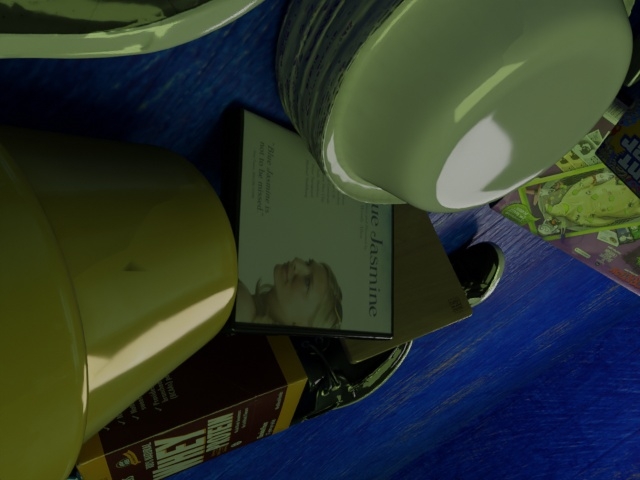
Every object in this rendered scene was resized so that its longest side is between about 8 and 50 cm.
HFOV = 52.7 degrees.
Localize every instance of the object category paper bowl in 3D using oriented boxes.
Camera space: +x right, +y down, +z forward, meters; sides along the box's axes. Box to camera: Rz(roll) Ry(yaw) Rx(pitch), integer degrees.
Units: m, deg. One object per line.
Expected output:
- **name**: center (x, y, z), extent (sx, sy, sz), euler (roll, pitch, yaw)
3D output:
- **paper bowl**: center (0.120, -0.133, 0.510), extent (0.284, 0.148, 0.284), euler (-24, 152, -14)

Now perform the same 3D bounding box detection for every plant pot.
- **plant pot**: center (-0.191, 0.030, 0.408), extent (0.239, 0.254, 0.254), euler (-21, 156, -52)

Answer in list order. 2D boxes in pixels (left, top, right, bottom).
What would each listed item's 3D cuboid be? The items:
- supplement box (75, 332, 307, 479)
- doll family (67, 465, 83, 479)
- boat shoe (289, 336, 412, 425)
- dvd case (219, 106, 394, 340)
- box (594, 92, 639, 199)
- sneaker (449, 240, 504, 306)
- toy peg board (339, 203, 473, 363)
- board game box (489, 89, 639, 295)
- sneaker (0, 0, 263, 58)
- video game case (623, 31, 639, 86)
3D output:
- **supplement box**: center (-0.146, 0.106, 0.607), extent (0.194, 0.191, 0.129), euler (-16, 150, -22)
- **doll family**: center (-0.327, 0.259, 0.666), extent (0.263, 0.163, 0.118), euler (-19, 119, -18)
- **boat shoe**: center (-0.021, 0.201, 0.960), extent (0.340, 0.127, 0.113), euler (-26, 166, 13)
- **dvd case**: center (0.000, 0.000, 0.603), extent (0.022, 0.180, 0.253), euler (-6, 168, 35)
- **box**: center (0.492, -0.142, 0.630), extent (0.290, 0.177, 0.279), euler (-8, 141, -32)
- **sneaker**: center (0.180, 0.083, 1.001), extent (0.121, 0.079, 0.217), euler (-2, 143, -45)
- **toy peg board**: center (0.067, 0.049, 0.767), extent (0.161, 0.160, 0.079), euler (-18, 166, -21)
- **board game box**: center (0.418, -0.050, 0.873), extent (0.347, 0.056, 0.208), euler (26, 120, -25)
- **sneaker**: center (-0.130, -0.160, 0.264), extent (0.296, 0.104, 0.147), euler (-14, 154, -19)
- **video game case**: center (0.357, -0.262, 0.541), extent (0.196, 0.026, 0.274), euler (-29, 153, -51)
